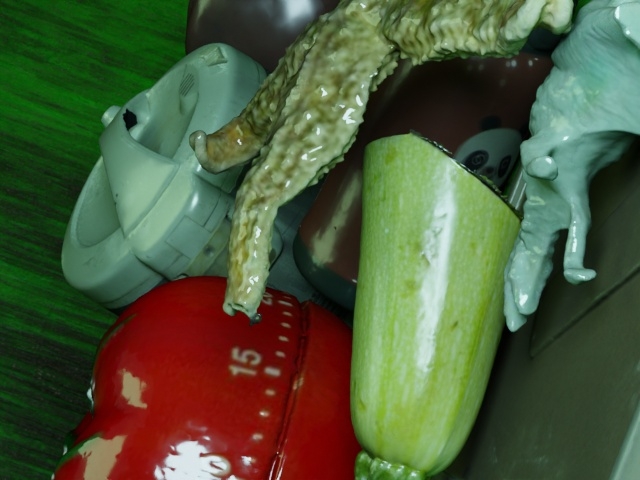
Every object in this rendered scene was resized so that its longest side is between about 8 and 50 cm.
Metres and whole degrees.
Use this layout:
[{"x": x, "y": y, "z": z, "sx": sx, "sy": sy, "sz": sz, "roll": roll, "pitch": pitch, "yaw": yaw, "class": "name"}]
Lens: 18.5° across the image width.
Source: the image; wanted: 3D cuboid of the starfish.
[{"x": 0.021, "y": -0.107, "z": 1.390, "sx": 0.324, "sy": 0.082, "sz": 0.432, "roll": -44, "pitch": 18, "yaw": 6, "class": "starfish"}]

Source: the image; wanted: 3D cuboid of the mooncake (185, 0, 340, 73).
[{"x": -0.021, "y": -0.239, "z": 2.052, "sx": 0.334, "sy": 0.174, "sz": 0.326, "roll": 97, "pitch": -162, "yaw": -51, "class": "mooncake"}]

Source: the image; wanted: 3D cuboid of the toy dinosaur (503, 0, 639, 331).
[{"x": 0.197, "y": -0.116, "z": 1.200, "sx": 0.205, "sy": 0.092, "sz": 0.393, "roll": -119, "pitch": 48, "yaw": -83, "class": "toy dinosaur"}]

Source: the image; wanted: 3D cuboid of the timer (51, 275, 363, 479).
[{"x": -0.086, "y": 0.221, "z": 1.605, "sx": 0.378, "sy": 0.279, "sz": 0.378, "roll": -161, "pitch": 90, "yaw": -82, "class": "timer"}]

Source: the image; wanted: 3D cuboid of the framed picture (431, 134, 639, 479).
[{"x": 0.170, "y": 0.044, "z": 1.315, "sx": 0.446, "sy": 0.028, "sz": 0.326, "roll": -153, "pitch": 84, "yaw": -79, "class": "framed picture"}]

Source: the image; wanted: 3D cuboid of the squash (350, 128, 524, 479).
[{"x": 0.083, "y": 0.075, "z": 1.378, "sx": 0.137, "sy": 0.137, "sz": 0.287, "roll": 136, "pitch": 142, "yaw": -67, "class": "squash"}]

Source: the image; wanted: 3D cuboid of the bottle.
[{"x": 0.101, "y": -0.102, "z": 1.617, "sx": 0.144, "sy": 0.144, "sz": 0.336, "roll": -94, "pitch": 27, "yaw": -66, "class": "bottle"}]

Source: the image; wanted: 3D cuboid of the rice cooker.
[{"x": -0.085, "y": -0.019, "z": 1.830, "sx": 0.288, "sy": 0.277, "sz": 0.288, "roll": -42, "pitch": 28, "yaw": 29, "class": "rice cooker"}]
